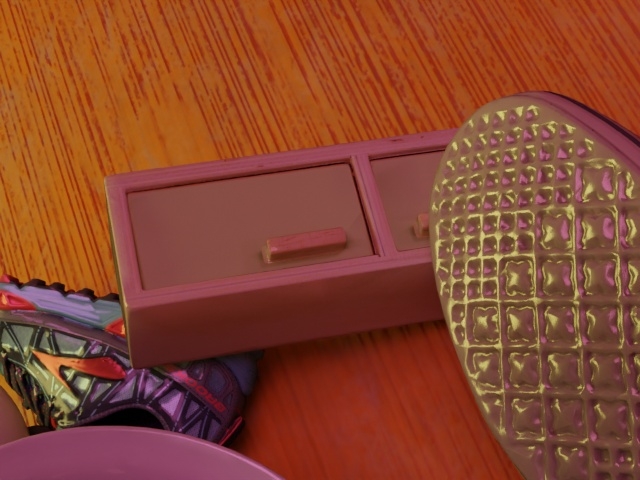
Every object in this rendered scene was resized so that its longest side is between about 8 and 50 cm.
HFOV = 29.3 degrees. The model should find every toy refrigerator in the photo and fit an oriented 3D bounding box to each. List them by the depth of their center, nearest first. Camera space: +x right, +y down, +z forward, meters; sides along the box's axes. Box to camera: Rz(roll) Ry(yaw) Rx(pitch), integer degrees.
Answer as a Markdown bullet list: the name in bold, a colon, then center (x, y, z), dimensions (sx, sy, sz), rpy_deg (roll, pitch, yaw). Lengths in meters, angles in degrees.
- **toy refrigerator**: center (0.000, 0.000, 0.809), dimensions (0.269, 0.094, 0.102), rpy_deg (-8, 59, -11)

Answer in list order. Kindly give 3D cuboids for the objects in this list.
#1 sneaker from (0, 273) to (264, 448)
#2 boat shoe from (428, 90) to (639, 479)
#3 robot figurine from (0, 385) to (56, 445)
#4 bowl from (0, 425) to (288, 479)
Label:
- **sneaker**: center (-0.176, 0.099, 0.866), dimensions (0.261, 0.104, 0.125), rpy_deg (5, 68, 21)
- **boat shoe**: center (0.242, 0.115, 0.668), dimensions (0.500, 0.156, 0.187), rpy_deg (50, 121, 24)
- **robot figurine**: center (-0.274, 0.197, 0.766), dimensions (0.173, 0.278, 0.209), rpy_deg (17, 28, -4)
- **bowl**: center (-0.110, 0.255, 0.635), dimensions (0.297, 0.134, 0.298), rpy_deg (7, 45, -7)
